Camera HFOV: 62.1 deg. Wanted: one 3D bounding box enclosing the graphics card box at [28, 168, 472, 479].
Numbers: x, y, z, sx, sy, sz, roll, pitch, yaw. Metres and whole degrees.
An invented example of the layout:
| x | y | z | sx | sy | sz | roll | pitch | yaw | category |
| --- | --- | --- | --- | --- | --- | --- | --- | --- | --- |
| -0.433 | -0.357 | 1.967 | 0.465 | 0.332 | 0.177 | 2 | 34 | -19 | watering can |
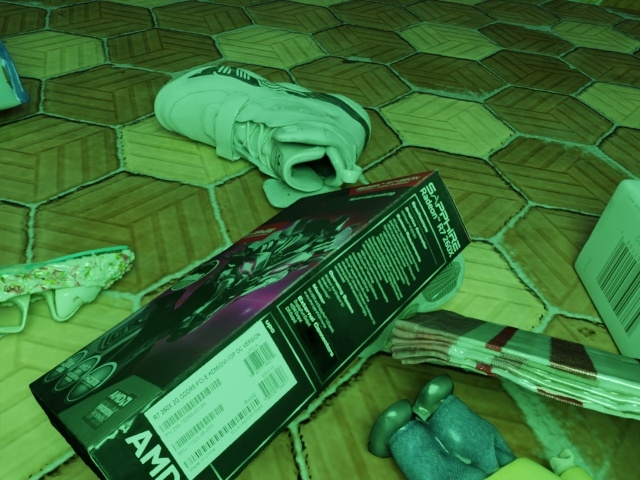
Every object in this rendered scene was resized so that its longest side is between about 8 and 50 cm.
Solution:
| x | y | z | sx | sy | sz | roll | pitch | yaw | category |
| --- | --- | --- | --- | --- | --- | --- | --- | --- | --- |
| -0.059 | 0.067 | 0.498 | 0.371 | 0.094 | 0.233 | -39 | 20 | -31 | graphics card box |

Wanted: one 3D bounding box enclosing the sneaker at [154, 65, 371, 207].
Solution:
| x | y | z | sx | sy | sz | roll | pitch | yaw | category |
| --- | --- | --- | --- | --- | --- | --- | --- | --- | --- |
| -0.099 | -0.168 | 0.840 | 0.366 | 0.137 | 0.210 | 9 | 35 | -2 | sneaker |

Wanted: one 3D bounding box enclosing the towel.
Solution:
| x | y | z | sx | sy | sz | roll | pitch | yaw | category |
| --- | --- | --- | --- | --- | --- | --- | --- | --- | --- |
| 0.248 | 0.123 | 0.495 | 0.329 | 0.037 | 0.237 | 12 | 1 | 24 | towel |

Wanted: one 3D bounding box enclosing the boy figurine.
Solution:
| x | y | z | sx | sy | sz | roll | pitch | yaw | category |
| --- | --- | --- | --- | --- | --- | --- | --- | --- | --- |
| 0.172 | 0.241 | 0.441 | 0.177 | 0.092 | 0.285 | -23 | 49 | -31 | boy figurine |

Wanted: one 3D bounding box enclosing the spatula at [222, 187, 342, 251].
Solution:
| x | y | z | sx | sy | sz | roll | pitch | yaw | category |
| --- | --- | --- | --- | --- | --- | --- | --- | --- | --- |
| 0.000 | 0.000 | 0.755 | 0.242 | 0.019 | 0.168 | -28 | 52 | -34 | spatula |

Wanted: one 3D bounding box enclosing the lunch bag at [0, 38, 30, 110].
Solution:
| x | y | z | sx | sy | sz | roll | pitch | yaw | category |
| --- | --- | --- | --- | --- | --- | --- | --- | --- | --- |
| -0.723 | -0.309 | 0.866 | 0.328 | 0.238 | 0.385 | -26 | 34 | -32 | lunch bag |

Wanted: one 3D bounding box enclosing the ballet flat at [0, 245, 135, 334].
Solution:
| x | y | z | sx | sy | sz | roll | pitch | yaw | category |
| --- | --- | --- | --- | --- | --- | --- | --- | --- | --- |
| -0.324 | 0.061 | 0.593 | 0.241 | 0.091 | 0.077 | -10 | 81 | -35 | ballet flat |

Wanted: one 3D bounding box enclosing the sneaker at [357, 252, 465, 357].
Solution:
| x | y | z | sx | sy | sz | roll | pitch | yaw | category |
| --- | --- | --- | --- | --- | --- | --- | --- | --- | --- |
| 0.058 | 0.065 | 0.652 | 0.232 | 0.090 | 0.115 | -22 | 23 | -22 | sneaker |

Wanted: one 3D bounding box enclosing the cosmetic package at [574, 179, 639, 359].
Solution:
| x | y | z | sx | sy | sz | roll | pitch | yaw | category |
| --- | --- | --- | --- | --- | --- | --- | --- | --- | --- |
| 0.596 | 0.065 | 0.652 | 0.453 | 0.161 | 0.230 | 4 | 40 | -5 | cosmetic package |

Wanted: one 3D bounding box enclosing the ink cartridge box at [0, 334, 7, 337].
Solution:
| x | y | z | sx | sy | sz | roll | pitch | yaw | category |
| --- | --- | --- | --- | --- | --- | --- | --- | --- | --- |
| -0.513 | 0.114 | 0.522 | 0.275 | 0.060 | 0.239 | 18 | 16 | 13 | ink cartridge box |
